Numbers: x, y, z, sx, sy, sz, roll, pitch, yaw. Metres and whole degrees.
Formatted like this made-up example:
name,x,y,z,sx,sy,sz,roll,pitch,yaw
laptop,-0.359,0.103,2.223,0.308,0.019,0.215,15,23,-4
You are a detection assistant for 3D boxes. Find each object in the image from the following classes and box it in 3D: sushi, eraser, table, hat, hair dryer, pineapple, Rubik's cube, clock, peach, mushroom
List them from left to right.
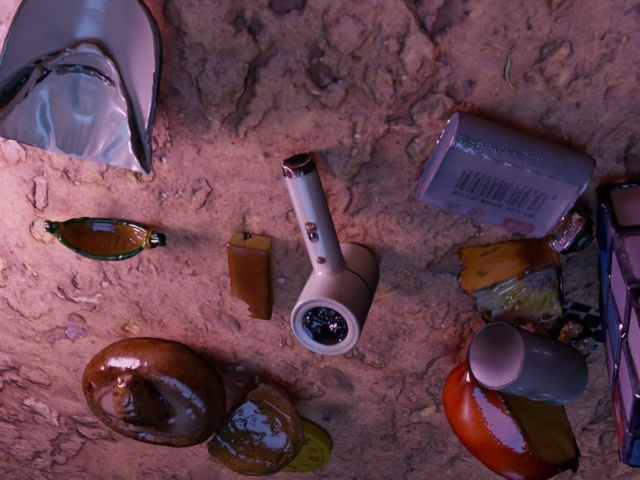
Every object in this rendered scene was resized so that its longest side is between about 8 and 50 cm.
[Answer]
name,x,y,z,sx,sy,sz,roll,pitch,yaw
hat,-0.356,-0.246,0.983,0.257,0.168,0.302,15,111,-16
mushroom,-0.388,0.367,1.561,0.345,0.239,0.345,28,146,21
clock,-0.113,0.583,1.827,0.293,0.071,0.277,9,136,1
hair dryer,0.000,0.000,1.144,0.128,0.203,0.362,-7,117,21
peach,0.369,0.370,1.378,0.361,0.258,0.201,33,132,-31
eraser,0.288,-0.100,1.038,0.226,0.081,0.174,18,132,-7
pineapple,0.367,0.072,1.198,0.236,0.115,0.186,14,136,-18
table,0.397,0.236,1.235,0.220,0.126,0.126,21,138,-37
sushi,0.496,0.200,1.339,0.210,0.040,0.193,19,136,-9
Rubik's cube,0.636,0.125,1.013,0.363,0.362,0.359,-5,132,14

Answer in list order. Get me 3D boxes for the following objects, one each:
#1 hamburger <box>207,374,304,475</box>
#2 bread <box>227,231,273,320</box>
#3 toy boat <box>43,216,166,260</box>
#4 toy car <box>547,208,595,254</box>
name,x,y,z,sx,sy,sz,roll,pitch,yaw
hamburger,-0.153,0.495,1.660,0.211,0.132,0.309,33,122,-5
bread,-0.139,0.077,1.324,0.088,0.049,0.226,8,137,2
toy boat,-0.412,-0.006,1.258,0.229,0.089,0.088,7,158,-7
toy car,0.421,-0.010,1.073,0.055,0.142,0.069,41,111,19
